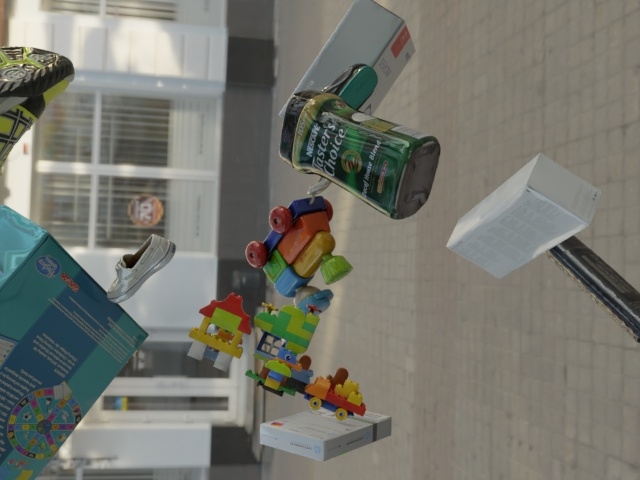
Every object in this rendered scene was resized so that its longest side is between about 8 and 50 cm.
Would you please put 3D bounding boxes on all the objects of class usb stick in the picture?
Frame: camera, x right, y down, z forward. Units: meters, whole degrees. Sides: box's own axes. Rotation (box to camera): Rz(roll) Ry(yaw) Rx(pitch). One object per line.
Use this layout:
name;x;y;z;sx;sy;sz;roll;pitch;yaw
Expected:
usb stick;0.443;0.064;1.226;0.278;0.077;0.045;54;135;47

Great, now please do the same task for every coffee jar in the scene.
coffee jar;0.037;-0.101;0.866;0.184;0.079;0.096;29;122;32

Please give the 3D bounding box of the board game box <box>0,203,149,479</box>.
board game box;-0.360;0.166;0.813;0.336;0.079;0.254;-53;-28;-19

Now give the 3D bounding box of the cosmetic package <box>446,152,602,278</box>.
cosmetic package;0.271;-0.027;1.060;0.060;0.098;0.239;-63;5;-24

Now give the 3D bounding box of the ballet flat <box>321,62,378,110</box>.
ballet flat;0.007;-0.184;1.124;0.203;0.074;0.074;-50;-8;-27

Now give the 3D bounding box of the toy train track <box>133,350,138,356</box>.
toy train track;-0.360;0.194;1.421;0.083;0.014;0.048;20;103;35

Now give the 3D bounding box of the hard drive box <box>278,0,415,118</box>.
hard drive box;0.050;-0.266;1.291;0.232;0.089;0.181;-56;-12;7

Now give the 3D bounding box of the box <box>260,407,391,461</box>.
box;0.012;0.327;1.334;0.145;0.186;0.038;3;93;40

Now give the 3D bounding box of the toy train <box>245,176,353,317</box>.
toy train;0.000;0.000;1.143;0.143;0.105;0.248;57;134;20

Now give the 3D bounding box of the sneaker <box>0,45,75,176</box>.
sneaker;-0.541;-0.187;1.233;0.385;0.145;0.147;-51;-24;-42

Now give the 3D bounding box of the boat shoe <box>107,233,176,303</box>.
boat shoe;-0.193;0.027;0.796;0.100;0.035;0.035;-36;37;25

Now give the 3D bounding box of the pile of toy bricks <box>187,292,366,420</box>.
pile of toy bricks;-0.037;0.119;0.892;0.118;0.212;0.105;132;162;-86
